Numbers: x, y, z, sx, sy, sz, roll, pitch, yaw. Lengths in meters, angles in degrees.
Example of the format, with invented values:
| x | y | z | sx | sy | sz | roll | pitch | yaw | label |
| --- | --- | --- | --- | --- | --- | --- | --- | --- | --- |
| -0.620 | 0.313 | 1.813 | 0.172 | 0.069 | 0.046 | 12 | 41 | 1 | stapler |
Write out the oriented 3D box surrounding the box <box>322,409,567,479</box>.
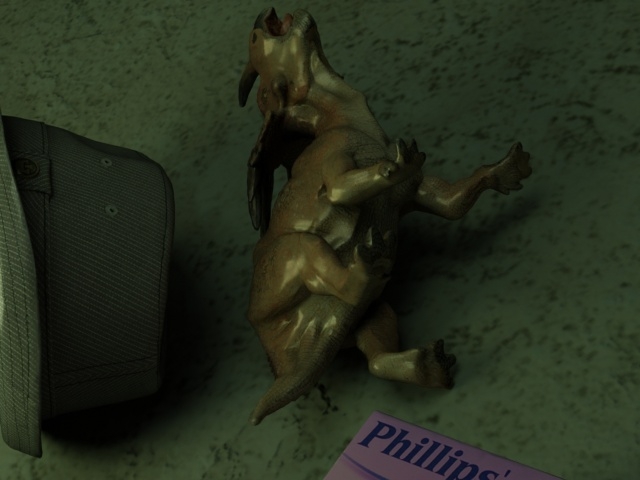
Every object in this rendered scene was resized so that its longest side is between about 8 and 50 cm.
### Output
| x | y | z | sx | sy | sz | roll | pitch | yaw | label |
| --- | --- | --- | --- | --- | --- | --- | --- | --- | --- |
| 0.058 | 0.231 | 0.815 | 0.213 | 0.117 | 0.243 | 16 | 59 | 44 | box |

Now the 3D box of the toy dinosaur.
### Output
| x | y | z | sx | sy | sz | roll | pitch | yaw | label |
| --- | --- | --- | --- | --- | --- | --- | --- | --- | --- |
| 0.000 | 0.000 | 1.105 | 0.200 | 0.127 | 0.296 | -2 | 59 | 43 | toy dinosaur |

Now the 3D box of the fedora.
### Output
| x | y | z | sx | sy | sz | roll | pitch | yaw | label |
| --- | --- | --- | --- | --- | --- | --- | --- | --- | --- |
| -0.162 | 0.011 | 1.152 | 0.124 | 0.244 | 0.275 | -4 | 35 | -12 | fedora |
